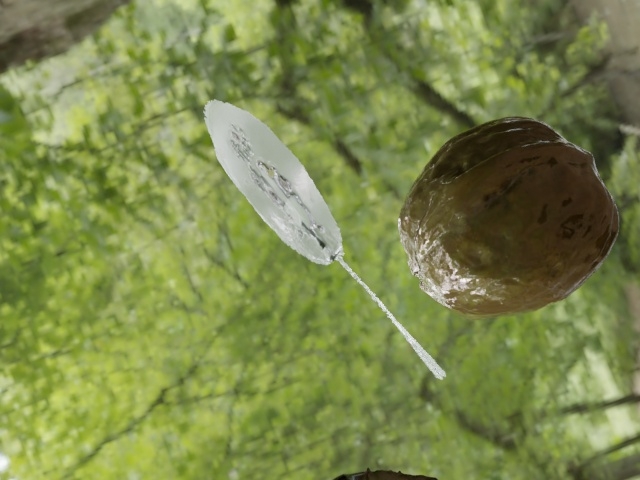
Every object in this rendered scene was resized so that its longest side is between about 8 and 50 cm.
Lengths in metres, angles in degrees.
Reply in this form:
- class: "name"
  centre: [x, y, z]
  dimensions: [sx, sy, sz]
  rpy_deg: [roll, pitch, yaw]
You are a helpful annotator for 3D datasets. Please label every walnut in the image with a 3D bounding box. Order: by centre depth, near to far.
- class: "walnut"
  centre: [0.140, -0.017, 0.884]
  dimensions: [0.149, 0.166, 0.166]
  rpy_deg: [47, -161, -55]

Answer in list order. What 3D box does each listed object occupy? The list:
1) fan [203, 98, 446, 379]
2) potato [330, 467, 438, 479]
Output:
- class: "fan"
  centre: [-0.001, 0.001, 1.303]
  dimensions: [0.414, 0.012, 0.233]
  rpy_deg: [48, 162, 9]
- class: "potato"
  centre: [0.077, 0.356, 1.104]
  dimensions: [0.242, 0.285, 0.242]
  rpy_deg: [-161, 90, -79]
